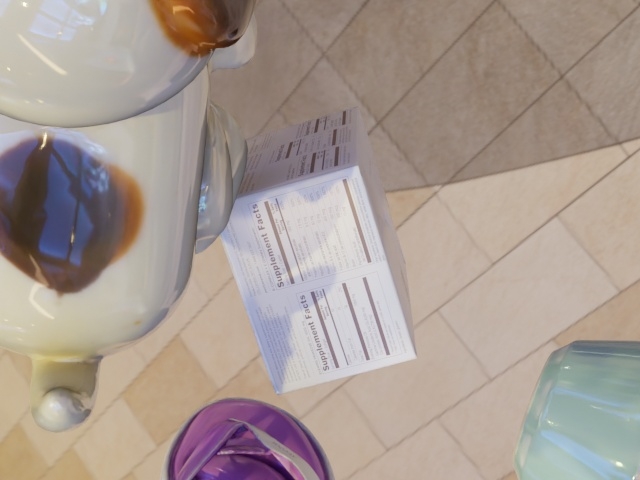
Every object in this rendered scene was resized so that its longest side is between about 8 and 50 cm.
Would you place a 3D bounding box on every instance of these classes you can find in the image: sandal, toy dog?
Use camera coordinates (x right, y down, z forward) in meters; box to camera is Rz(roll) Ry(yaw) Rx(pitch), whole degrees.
[{"bbox_3d":[-0.062,0.232,0.878,0.169,0.416,0.102,5,112,-4],"label":"sandal"},{"bbox_3d":[-0.185,-0.110,0.684,0.284,0.395,0.408,13,146,-4],"label":"toy dog"}]

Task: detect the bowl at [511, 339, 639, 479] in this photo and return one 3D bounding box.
[{"bbox_3d":[0.375,0.262,1.417,0.163,0.311,0.312,21,121,20],"label":"bowl"}]

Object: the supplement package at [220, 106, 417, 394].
[{"bbox_3d":[0.000,0.000,1.052,0.145,0.262,0.204,-15,108,8],"label":"supplement package"}]
